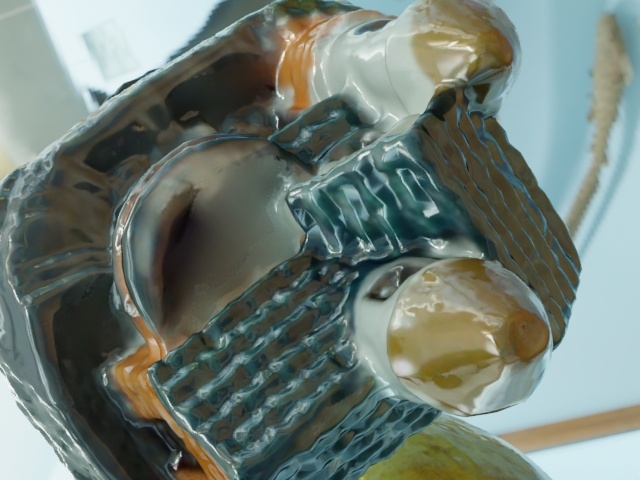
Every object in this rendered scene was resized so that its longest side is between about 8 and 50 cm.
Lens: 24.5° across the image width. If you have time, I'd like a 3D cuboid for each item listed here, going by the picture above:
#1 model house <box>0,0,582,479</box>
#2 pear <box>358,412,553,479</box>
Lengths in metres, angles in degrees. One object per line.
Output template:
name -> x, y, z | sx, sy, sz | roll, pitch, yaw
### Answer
model house -> 0.000, 0.000, 0.647 | 0.190, 0.271, 0.301 | 59, 161, -12
pear -> 0.051, 0.258, 0.982 | 0.304, 0.304, 0.303 | 48, -147, -48
